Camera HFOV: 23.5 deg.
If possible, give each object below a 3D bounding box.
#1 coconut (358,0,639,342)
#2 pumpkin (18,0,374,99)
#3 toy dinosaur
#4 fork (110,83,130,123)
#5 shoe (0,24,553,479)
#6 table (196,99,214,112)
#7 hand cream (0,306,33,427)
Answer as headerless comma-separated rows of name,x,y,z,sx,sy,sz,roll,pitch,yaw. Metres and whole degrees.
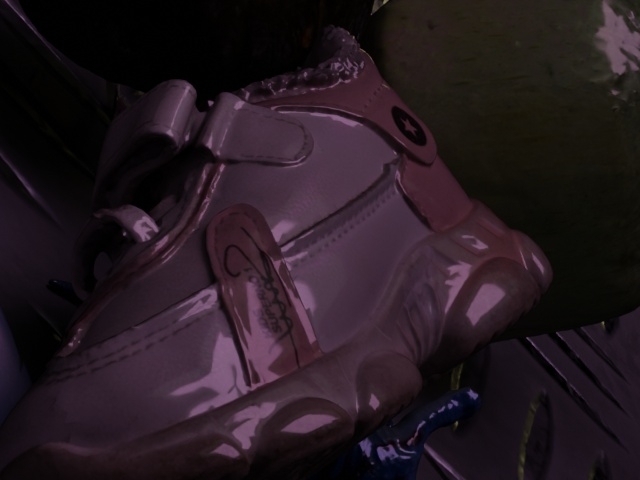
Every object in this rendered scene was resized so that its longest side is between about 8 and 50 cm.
coconut,0.124,-0.064,1.166,0.328,0.328,0.281,27,51,-46
pumpkin,-0.076,-0.166,0.941,0.223,0.157,0.224,4,27,-2
toy dinosaur,0.000,0.103,0.899,0.329,0.076,0.144,48,52,-5
fork,-0.143,-0.109,1.076,0.016,0.012,0.115,43,19,-34
shoe,-0.048,0.024,0.752,0.198,0.172,0.351,55,36,6
table,-0.093,-0.295,1.173,0.249,0.317,0.317,34,21,2
hand cream,-0.193,0.010,0.729,0.256,0.055,0.088,64,17,17
